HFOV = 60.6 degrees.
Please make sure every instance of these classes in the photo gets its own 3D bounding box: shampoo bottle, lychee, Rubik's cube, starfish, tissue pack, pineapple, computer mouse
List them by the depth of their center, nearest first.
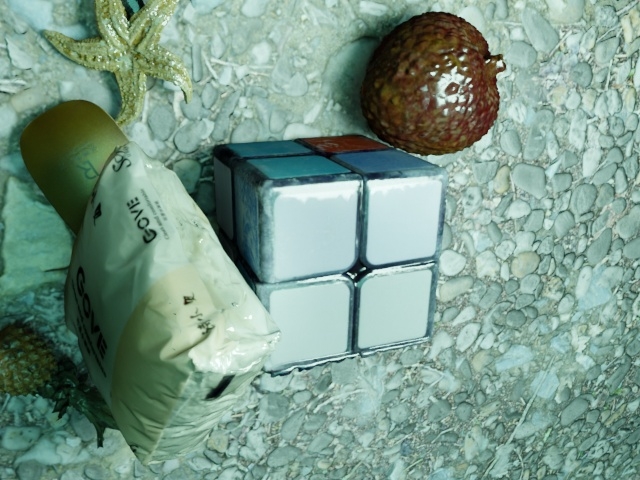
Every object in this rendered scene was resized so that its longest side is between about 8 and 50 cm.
[{"bbox_3d":[-0.245,0.107,0.811,0.195,0.375,0.390,-14,146,-43],"label":"tissue pack"},{"bbox_3d":[-0.303,-0.380,0.848,0.048,0.027,0.137,-30,118,0],"label":"shampoo bottle"},{"bbox_3d":[-0.300,-0.301,0.850,0.236,0.062,0.277,24,113,-15],"label":"starfish"},{"bbox_3d":[-0.354,-0.079,0.914,0.158,0.072,0.310,-32,119,-7],"label":"computer mouse"},{"bbox_3d":[0.000,0.000,0.952,0.317,0.318,0.313,-8,112,-22],"label":"Rubik's cube"},{"bbox_3d":[-0.462,0.260,0.972,0.277,0.130,0.118,44,59,-27],"label":"pineapple"},{"bbox_3d":[0.199,-0.275,0.985,0.261,0.260,0.260,-8,112,-20],"label":"lychee"}]
